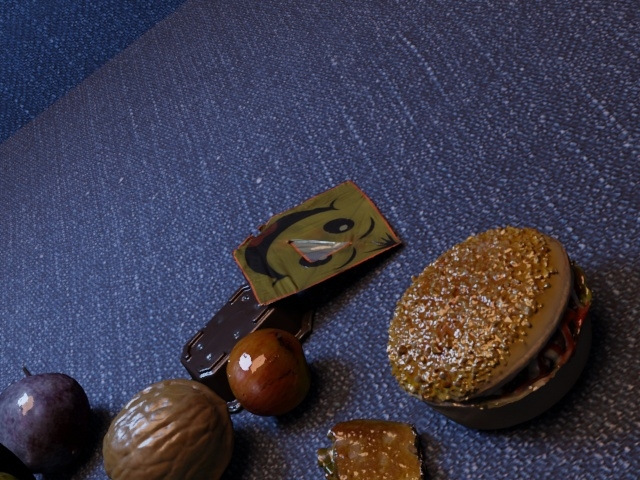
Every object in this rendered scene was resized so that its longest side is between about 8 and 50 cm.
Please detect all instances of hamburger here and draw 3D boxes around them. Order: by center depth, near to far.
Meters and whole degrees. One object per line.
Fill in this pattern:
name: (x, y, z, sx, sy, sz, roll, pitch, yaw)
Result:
hamburger: (0.227, 0.112, 1.398, 0.302, 0.170, 0.302, -27, 36, 21)

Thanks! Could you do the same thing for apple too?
apple: (-0.077, 0.207, 1.622, 0.146, 0.146, 0.146, -26, 37, 22)

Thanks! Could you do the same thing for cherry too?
cherry: (-0.514, 0.337, 1.875, 0.195, 0.195, 0.195, -26, 37, 22)

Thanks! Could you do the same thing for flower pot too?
flower pot: (-0.141, 0.171, 1.770, 0.251, 0.084, 0.179, -48, 34, -8)

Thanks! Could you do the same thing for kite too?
kite: (-0.001, -0.002, 1.825, 0.327, 0.013, 0.377, 2, 37, 34)

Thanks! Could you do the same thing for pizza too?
pizza: (0.076, 0.336, 1.398, 0.147, 0.069, 0.226, -14, 42, 2)

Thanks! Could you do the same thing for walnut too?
walnut: (-0.231, 0.317, 1.598, 0.213, 0.213, 0.213, -26, 37, 22)

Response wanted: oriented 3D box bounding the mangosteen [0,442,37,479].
mangosteen: (-0.588, 0.468, 1.613, 0.435, 0.382, 0.382, -16, 41, 34)
